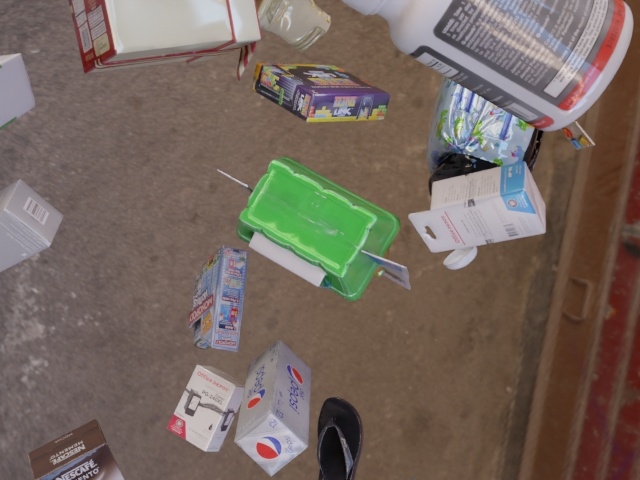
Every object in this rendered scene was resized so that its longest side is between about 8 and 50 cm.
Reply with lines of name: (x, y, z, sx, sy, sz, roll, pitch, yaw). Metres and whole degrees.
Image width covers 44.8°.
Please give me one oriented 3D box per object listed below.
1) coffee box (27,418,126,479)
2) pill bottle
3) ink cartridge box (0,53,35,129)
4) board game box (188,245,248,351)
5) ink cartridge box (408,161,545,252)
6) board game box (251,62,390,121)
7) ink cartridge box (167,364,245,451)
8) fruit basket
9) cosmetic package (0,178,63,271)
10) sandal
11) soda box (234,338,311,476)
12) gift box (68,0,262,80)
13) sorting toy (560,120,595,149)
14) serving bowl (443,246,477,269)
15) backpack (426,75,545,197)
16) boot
coffee box: (-0.524, 0.584, 1.776, 0.168, 0.119, 0.297, -26, 117, -18)
pill bottle: (0.226, -0.322, 1.083, 0.363, 0.210, 0.210, 27, 85, -12)
ink cartridge box: (-0.736, -0.273, 1.510, 0.278, 0.201, 0.117, -5, 115, 8)
board game box: (-0.211, 0.139, 1.543, 0.060, 0.194, 0.194, 14, 58, -29)
ink cartridge box: (0.234, -0.047, 1.164, 0.104, 0.180, 0.060, 51, 39, -41)
board game box: (0.002, -0.234, 1.221, 0.170, 0.141, 0.048, -10, 124, -43)
ink cartridge box: (-0.237, 0.350, 1.633, 0.150, 0.109, 0.063, -66, 154, -4)
fruit basket: (0.000, 0.000, 1.304, 0.165, 0.327, 0.353, -59, 170, -8)
cosmetic package: (-0.671, -0.016, 1.621, 0.127, 0.238, 0.107, 45, 31, -33)
sandal: (0.032, 0.438, 1.553, 0.054, 0.097, 0.255, 42, 46, -58)
soda box: (-0.082, 0.299, 1.436, 0.091, 0.286, 0.098, -41, 104, 12)
gift box: (-0.237, -0.372, 1.196, 0.258, 0.255, 0.276, -16, 105, -26)
sorting toy: (0.454, -0.198, 1.409, 0.012, 0.062, 0.083, -45, 100, -10)
serving bowl: (0.319, 0.040, 1.748, 0.083, 0.083, 0.027, -40, 100, -21)
backpack: (0.324, -0.237, 1.495, 0.273, 0.290, 0.356, 32, 83, 8)
boot: (-0.042, -0.603, 1.891, 0.203, 0.095, 0.262, 23, 107, -41)
